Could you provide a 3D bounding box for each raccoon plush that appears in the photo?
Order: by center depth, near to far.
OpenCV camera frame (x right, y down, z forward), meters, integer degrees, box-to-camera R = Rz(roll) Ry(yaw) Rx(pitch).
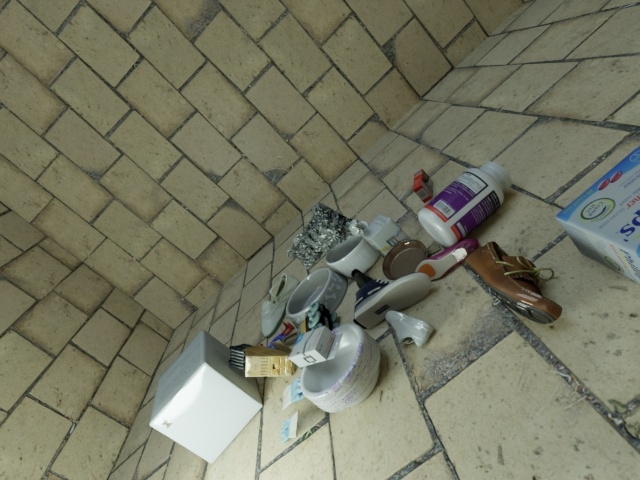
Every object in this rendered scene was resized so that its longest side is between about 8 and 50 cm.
[{"bbox_3d":[0.000,0.000,1.879,0.299,0.216,0.446,-56,11,-4],"label":"raccoon plush"}]

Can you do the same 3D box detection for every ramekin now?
[{"bbox_3d":[0.167,0.051,1.974,0.277,0.135,0.277,-40,18,17],"label":"ramekin"}]

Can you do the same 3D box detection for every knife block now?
[{"bbox_3d":[-0.262,0.512,1.789,0.242,0.276,0.088,-166,79,-79],"label":"knife block"}]

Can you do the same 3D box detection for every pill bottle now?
[{"bbox_3d":[0.529,-0.136,1.491,0.323,0.181,0.181,-41,18,-1],"label":"pill bottle"}]

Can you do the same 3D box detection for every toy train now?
[{"bbox_3d":[-0.019,0.391,1.683,0.190,0.142,0.334,-52,17,14],"label":"toy train"}]

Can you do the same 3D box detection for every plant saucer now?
[{"bbox_3d":[0.340,0.086,1.627,0.199,0.036,0.198,-27,38,24],"label":"plant saucer"}]

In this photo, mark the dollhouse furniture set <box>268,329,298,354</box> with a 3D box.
[{"bbox_3d":[-0.170,0.457,1.871,0.144,0.123,0.151,-33,22,34],"label":"dollhouse furniture set"}]

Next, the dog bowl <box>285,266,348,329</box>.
[{"bbox_3d":[-0.029,0.273,1.989,0.349,0.102,0.349,-40,18,16],"label":"dog bowl"}]

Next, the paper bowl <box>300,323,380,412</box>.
[{"bbox_3d":[0.079,0.429,1.353,0.284,0.148,0.284,-40,20,18],"label":"paper bowl"}]

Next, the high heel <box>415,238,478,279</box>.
[{"bbox_3d":[0.450,0.066,1.465,0.117,0.082,0.244,-25,-15,-44],"label":"high heel"}]

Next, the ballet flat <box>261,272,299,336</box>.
[{"bbox_3d":[-0.251,0.343,2.278,0.139,0.139,0.400,-26,27,46],"label":"ballet flat"}]

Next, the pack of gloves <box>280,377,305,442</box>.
[{"bbox_3d":[-0.089,0.597,1.433,0.232,0.046,0.195,122,156,-54],"label":"pack of gloves"}]

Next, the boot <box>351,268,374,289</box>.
[{"bbox_3d":[0.170,0.156,1.745,0.077,0.137,0.198,-48,18,-6],"label":"boot"}]

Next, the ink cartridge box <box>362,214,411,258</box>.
[{"bbox_3d":[0.289,-0.005,1.761,0.127,0.176,0.128,-47,18,-3],"label":"ink cartridge box"}]

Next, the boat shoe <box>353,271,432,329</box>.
[{"bbox_3d":[0.252,0.182,1.520,0.340,0.127,0.158,-37,28,28],"label":"boat shoe"}]

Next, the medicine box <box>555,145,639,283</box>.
[{"bbox_3d":[0.749,-0.053,0.912,0.263,0.149,0.289,-43,18,9],"label":"medicine box"}]

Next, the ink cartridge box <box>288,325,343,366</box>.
[{"bbox_3d":[-0.016,0.357,1.388,0.180,0.060,0.104,-30,23,41],"label":"ink cartridge box"}]

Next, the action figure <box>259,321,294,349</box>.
[{"bbox_3d":[-0.261,0.499,1.977,0.280,0.139,0.091,-57,20,-23],"label":"action figure"}]

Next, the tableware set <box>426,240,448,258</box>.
[{"bbox_3d":[0.464,0.028,1.561,0.141,0.020,0.168,-40,20,19],"label":"tableware set"}]

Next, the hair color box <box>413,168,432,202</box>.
[{"bbox_3d":[0.499,-0.267,1.988,0.053,0.093,0.167,-33,23,31],"label":"hair color box"}]

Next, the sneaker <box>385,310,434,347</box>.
[{"bbox_3d":[0.273,0.294,1.348,0.094,0.080,0.212,-63,23,-11],"label":"sneaker"}]

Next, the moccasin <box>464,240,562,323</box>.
[{"bbox_3d":[0.532,0.098,1.117,0.147,0.139,0.380,-51,8,13],"label":"moccasin"}]

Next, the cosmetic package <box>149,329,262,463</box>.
[{"bbox_3d":[-0.507,0.674,1.828,0.329,0.327,0.394,-48,18,-4],"label":"cosmetic package"}]
